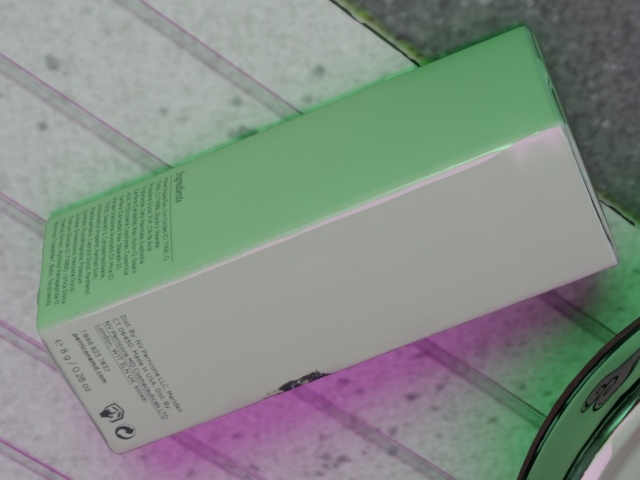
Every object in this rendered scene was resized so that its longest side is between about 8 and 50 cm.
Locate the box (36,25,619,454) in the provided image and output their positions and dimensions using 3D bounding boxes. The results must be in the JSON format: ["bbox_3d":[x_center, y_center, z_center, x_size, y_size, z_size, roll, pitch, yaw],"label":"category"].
[{"bbox_3d":[0.000,0.000,0.926,0.275,0.113,0.094,-20,122,10],"label":"box"}]

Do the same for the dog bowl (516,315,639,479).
[{"bbox_3d":[0.275,0.190,0.980,0.408,0.150,0.408,-2,102,-12],"label":"dog bowl"}]
